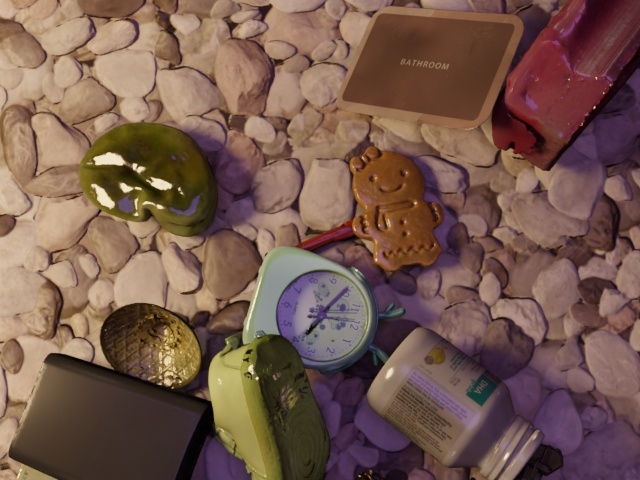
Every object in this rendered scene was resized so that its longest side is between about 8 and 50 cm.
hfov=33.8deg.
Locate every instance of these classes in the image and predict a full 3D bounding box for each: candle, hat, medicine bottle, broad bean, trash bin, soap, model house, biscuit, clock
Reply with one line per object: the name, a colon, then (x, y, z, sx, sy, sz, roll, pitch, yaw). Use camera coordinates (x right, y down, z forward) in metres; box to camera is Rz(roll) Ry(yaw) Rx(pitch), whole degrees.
candle: (0.000, 0.001, 1.489, 0.167, 0.021, 0.026, -21, 80, -4)
hat: (-0.224, 0.130, 1.450, 0.146, 0.067, 0.146, 6, 121, 10)
medicine bottle: (0.180, 0.224, 1.381, 0.215, 0.135, 0.135, 36, 81, 14)
broad bean: (-0.237, -0.090, 1.481, 0.207, 0.072, 0.153, 30, 75, 6)
trash bin: (-0.273, 0.257, 1.399, 0.226, 0.115, 0.165, 19, 84, 7)
soap: (0.360, -0.251, 1.438, 0.127, 0.220, 0.325, 39, 81, 10)
model house: (0.288, 0.313, 1.415, 0.058, 0.057, 0.083, 35, 76, -33)
biscuit: (0.109, -0.044, 1.484, 0.133, 0.027, 0.184, 2, 73, -10)
clock: (0.006, 0.106, 1.442, 0.211, 0.066, 0.159, 18, 86, 0)

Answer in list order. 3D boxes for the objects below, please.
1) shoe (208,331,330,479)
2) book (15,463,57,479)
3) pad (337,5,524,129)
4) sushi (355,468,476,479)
shoe: (-0.061, 0.235, 1.379, 0.140, 0.128, 0.262, -34, 122, -39)
book: (-0.300, 0.438, 1.406, 0.289, 0.026, 0.201, 21, 82, 3)
pad: (0.146, -0.244, 1.463, 0.266, 0.002, 0.176, 15, 77, 40)
sushi: (0.181, 0.387, 1.362, 0.287, 0.149, 0.140, 32, 112, 27)
